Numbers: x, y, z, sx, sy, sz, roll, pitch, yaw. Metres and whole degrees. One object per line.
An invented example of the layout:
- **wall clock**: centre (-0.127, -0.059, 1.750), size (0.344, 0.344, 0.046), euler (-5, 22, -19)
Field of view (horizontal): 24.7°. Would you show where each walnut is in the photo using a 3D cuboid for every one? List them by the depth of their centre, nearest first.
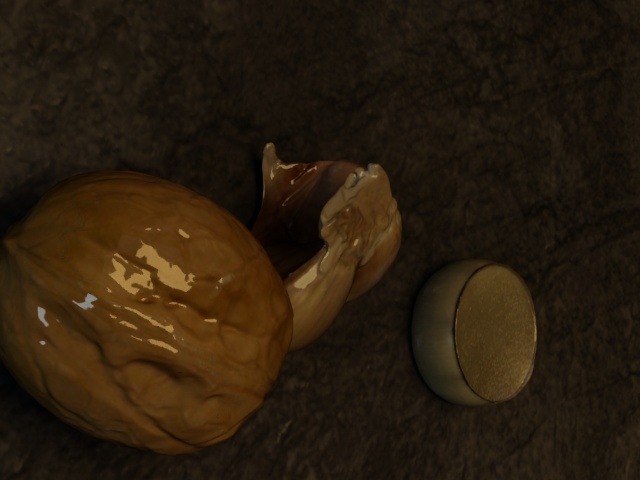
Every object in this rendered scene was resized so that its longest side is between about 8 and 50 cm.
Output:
- **walnut**: centre (-0.108, 0.042, 0.878), size (0.207, 0.159, 0.159), euler (32, 64, -42)

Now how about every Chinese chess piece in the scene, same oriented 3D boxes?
- **Chinese chess piece**: centre (0.126, 0.075, 1.196), size (0.122, 0.051, 0.122), euler (3, 86, -47)

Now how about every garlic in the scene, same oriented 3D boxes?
- **garlic**: centre (-0.005, 0.005, 1.041), size (0.174, 0.099, 0.124), euler (-47, 138, -34)
